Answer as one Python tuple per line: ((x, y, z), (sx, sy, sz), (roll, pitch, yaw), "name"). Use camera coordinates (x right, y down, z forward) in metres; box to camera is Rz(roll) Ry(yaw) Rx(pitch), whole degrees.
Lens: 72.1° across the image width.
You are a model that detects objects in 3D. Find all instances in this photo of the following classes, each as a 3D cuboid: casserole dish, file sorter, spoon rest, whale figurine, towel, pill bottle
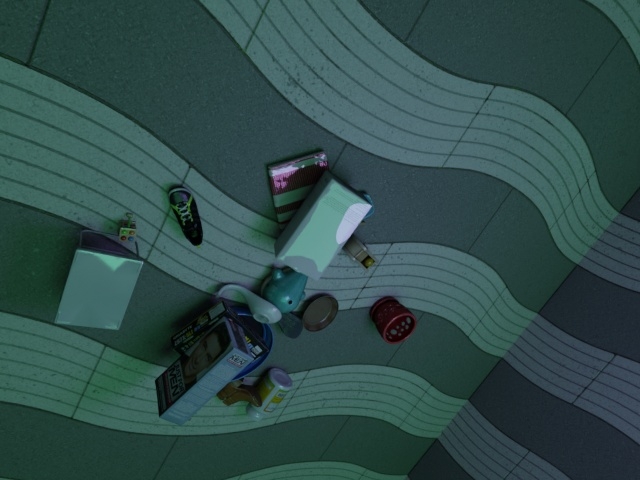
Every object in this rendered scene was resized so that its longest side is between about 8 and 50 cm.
((0.148, -0.128, 1.803), (0.189, 0.037, 0.114), (-27, 102, -22), "casserole dish")
((-0.734, 0.125, 1.458), (0.193, 0.173, 0.277), (15, 112, -33), "file sorter")
((-0.283, 0.254, 1.787), (0.277, 0.084, 0.137), (29, 141, -11), "spoon rest")
((-0.118, 0.190, 1.841), (0.272, 0.141, 0.216), (-43, 126, -5), "whale figurine")
((-0.068, -0.170, 1.705), (0.237, 0.037, 0.328), (-19, 126, -15), "towel")
((-0.256, 0.753, 2.137), (0.137, 0.136, 0.245), (27, 105, -37), "pill bottle")

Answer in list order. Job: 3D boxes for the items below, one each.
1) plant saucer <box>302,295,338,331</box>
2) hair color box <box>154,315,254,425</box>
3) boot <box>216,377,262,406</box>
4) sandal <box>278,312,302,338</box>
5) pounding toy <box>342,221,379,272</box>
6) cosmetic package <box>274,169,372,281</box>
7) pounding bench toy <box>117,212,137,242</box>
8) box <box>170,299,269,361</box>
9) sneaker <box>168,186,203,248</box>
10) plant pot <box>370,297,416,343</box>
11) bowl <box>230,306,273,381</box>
((-0.006, 0.335, 2.049), (0.199, 0.036, 0.198), (-18, 126, -27), "plant saucer")
((-0.439, 0.483, 1.640), (0.374, 0.185, 0.113), (-43, 128, 3), "hair color box")
((-0.380, 0.735, 2.063), (0.152, 0.073, 0.197), (-43, 86, 12), "boot")
((-0.167, 0.346, 1.984), (0.097, 0.054, 0.254), (-42, 120, -7), "sandal")
((0.176, 0.016, 1.875), (0.155, 0.154, 0.269), (-43, 130, 4), "pounding toy")
((0.002, -0.054, 1.665), (0.197, 0.155, 0.365), (33, 104, -20), "cosmetic package")
((-0.642, -0.042, 1.468), (0.052, 0.065, 0.083), (6, 116, -30), "pounding bench toy")
((-0.402, 0.423, 1.789), (0.257, 0.079, 0.322), (-37, 129, -3), "box")
((-0.452, -0.077, 1.524), (0.084, 0.097, 0.234), (-24, 128, -13), "sneaker")
((0.354, 0.389, 2.195), (0.191, 0.174, 0.190), (-14, 126, -20), "plant pot")
((-0.399, 0.451, 1.907), (0.392, 0.077, 0.390), (-13, 125, -19), "bowl")
